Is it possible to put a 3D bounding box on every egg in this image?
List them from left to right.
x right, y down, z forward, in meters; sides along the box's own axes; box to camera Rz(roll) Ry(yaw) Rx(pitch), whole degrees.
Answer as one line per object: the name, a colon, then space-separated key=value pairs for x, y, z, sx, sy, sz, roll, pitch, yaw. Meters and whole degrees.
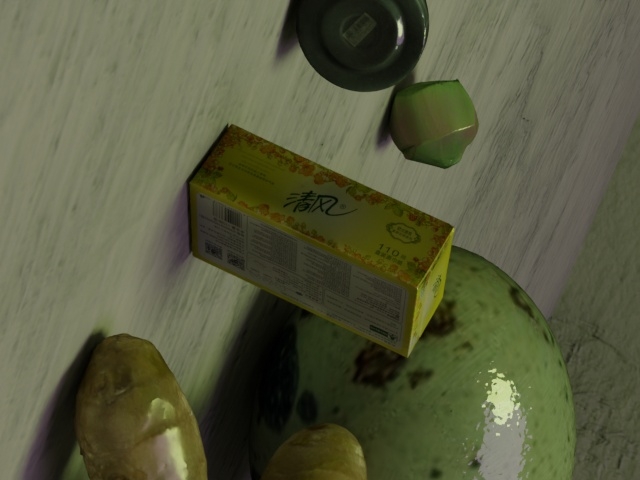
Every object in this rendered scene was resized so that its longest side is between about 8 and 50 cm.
egg: x=0.077 y=0.166 z=1.698 sx=0.287 sy=0.288 sz=0.379 roll=-54 pitch=149 yaw=-36

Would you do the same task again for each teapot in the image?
teapot: x=0.040 y=-0.176 z=1.381 sx=0.091 sy=0.092 sz=0.124 roll=-73 pitch=-173 yaw=-63

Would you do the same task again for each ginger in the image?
ginger: x=-0.058 y=0.270 z=1.373 sx=0.363 sy=0.122 sz=0.348 roll=44 pitch=41 yaw=-64

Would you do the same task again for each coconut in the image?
coconut: x=0.101 y=-0.103 z=1.737 sx=0.083 sy=0.081 sz=0.082 roll=-22 pitch=-178 yaw=21

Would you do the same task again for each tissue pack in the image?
tissue pack: x=0.000 y=0.000 z=1.350 sx=0.062 sy=0.176 sz=0.095 roll=-58 pitch=164 yaw=-31
